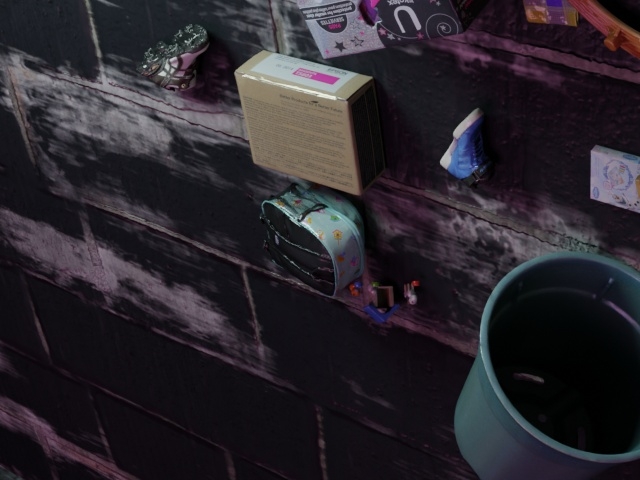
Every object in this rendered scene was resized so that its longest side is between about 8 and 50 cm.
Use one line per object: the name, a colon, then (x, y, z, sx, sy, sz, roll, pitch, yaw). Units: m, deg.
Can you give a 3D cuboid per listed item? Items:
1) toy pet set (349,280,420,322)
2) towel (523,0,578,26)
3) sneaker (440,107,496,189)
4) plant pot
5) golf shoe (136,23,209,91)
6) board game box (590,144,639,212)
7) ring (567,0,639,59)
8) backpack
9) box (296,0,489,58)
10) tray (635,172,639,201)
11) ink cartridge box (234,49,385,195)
toy pet set: (0.109, 0.112, 2.368, 0.114, 0.122, 0.065, 145, 123, -75)
towel: (0.319, -0.326, 1.833, 0.083, 0.009, 0.060, 14, 133, 35)
sneaker: (0.244, -0.137, 2.044, 0.084, 0.058, 0.152, 43, 148, 12)
plant pot: (0.375, 0.246, 2.092, 0.341, 0.341, 0.334, 37, 151, 11)
golf shoe: (-0.239, -0.319, 2.337, 0.094, 0.077, 0.198, 43, 151, -23)
board game box: (0.441, -0.089, 1.935, 0.090, 0.020, 0.090, 19, 137, 30)
ring: (0.368, -0.310, 1.633, 0.336, 0.032, 0.336, 43, 175, 5)
backpack: (0.000, 0.000, 2.335, 0.188, 0.144, 0.166, 42, 148, 37)
box: (0.107, -0.364, 1.852, 0.247, 0.163, 0.142, -5, 124, 39)
tray: (0.545, 0.036, 1.801, 0.076, 0.203, 0.411, 6, 129, 39)
ink cartridge box: (-0.016, -0.199, 2.212, 0.234, 0.088, 0.193, 19, 135, 31)
